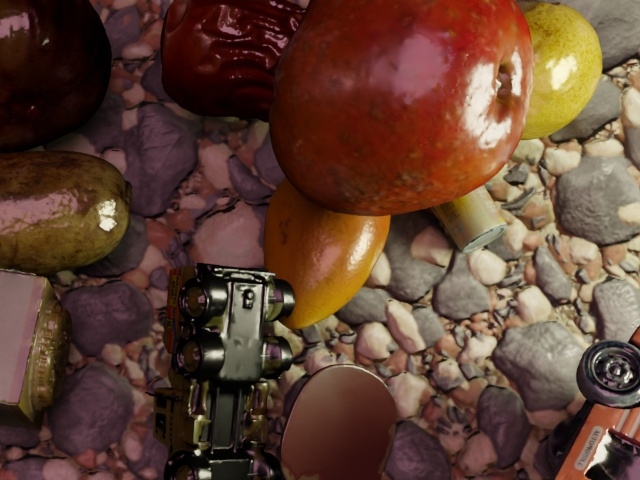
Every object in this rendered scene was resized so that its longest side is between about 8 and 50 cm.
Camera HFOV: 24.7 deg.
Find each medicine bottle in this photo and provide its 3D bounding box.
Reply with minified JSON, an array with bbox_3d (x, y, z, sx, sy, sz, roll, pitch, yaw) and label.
[{"bbox_3d":[0.132,-0.091,1.653,0.074,0.074,0.218,-27,75,-8],"label":"medicine bottle"}]

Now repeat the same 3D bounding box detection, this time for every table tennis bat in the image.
[{"bbox_3d":[0.007,0.245,1.539,0.131,0.022,0.234,25,79,-25],"label":"table tennis bat"}]

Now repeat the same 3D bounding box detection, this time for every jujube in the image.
[{"bbox_3d":[-0.071,-0.204,1.655,0.230,0.155,0.155,15,72,-5],"label":"jujube"}]

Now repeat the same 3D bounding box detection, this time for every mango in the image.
[{"bbox_3d":[-0.001,-0.003,1.606,0.141,0.102,0.217,16,70,13],"label":"mango"}]

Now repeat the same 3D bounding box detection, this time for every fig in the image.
[{"bbox_3d":[-0.371,-0.256,1.662,0.217,0.217,0.320,-26,55,-8],"label":"fig"}]

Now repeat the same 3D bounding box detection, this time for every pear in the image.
[{"bbox_3d":[0.233,-0.198,1.641,0.178,0.178,0.178,0,71,1],"label":"pear"}]

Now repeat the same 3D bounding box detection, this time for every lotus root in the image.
[{"bbox_3d":[-0.336,-0.029,1.605,0.260,0.128,0.145,-4,58,-6],"label":"lotus root"}]

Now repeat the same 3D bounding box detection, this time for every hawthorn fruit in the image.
[{"bbox_3d":[0.079,-0.162,1.495,0.284,0.284,0.284,0,71,1],"label":"hawthorn fruit"}]

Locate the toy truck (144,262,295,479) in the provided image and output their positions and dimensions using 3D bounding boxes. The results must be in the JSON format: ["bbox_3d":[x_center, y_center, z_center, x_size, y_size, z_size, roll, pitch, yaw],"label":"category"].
[{"bbox_3d":[-0.115,0.154,1.531,0.127,0.127,0.257,-3,85,43],"label":"toy truck"}]

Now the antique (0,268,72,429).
[{"bbox_3d":[-0.345,0.114,1.545,0.148,0.152,0.146,10,72,2],"label":"antique"}]

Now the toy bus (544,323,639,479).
[{"bbox_3d":[0.288,0.298,1.399,0.233,0.203,0.427,27,58,14],"label":"toy bus"}]
